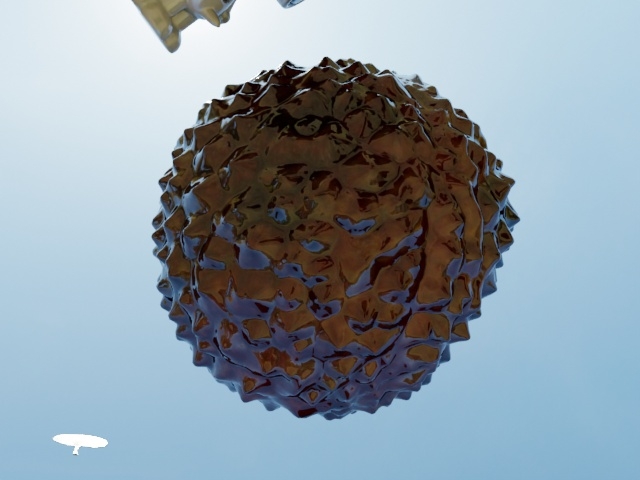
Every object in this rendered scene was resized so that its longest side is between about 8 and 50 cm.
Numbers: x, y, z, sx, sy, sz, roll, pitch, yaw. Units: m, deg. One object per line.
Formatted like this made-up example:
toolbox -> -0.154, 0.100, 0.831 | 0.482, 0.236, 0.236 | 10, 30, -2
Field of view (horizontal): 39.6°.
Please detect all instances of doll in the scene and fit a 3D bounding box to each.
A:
doll -> -0.081, -0.321, 1.033 | 0.271, 0.208, 0.144 | -40, -111, 14

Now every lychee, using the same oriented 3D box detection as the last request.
lychee -> 0.000, 0.000, 1.048 | 0.424, 0.500, 0.425 | 7, -103, -30

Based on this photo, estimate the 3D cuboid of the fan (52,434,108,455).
fan -> -0.370, 0.312, 1.359 | 0.085, 0.133, 0.005 | 8, -92, -10
